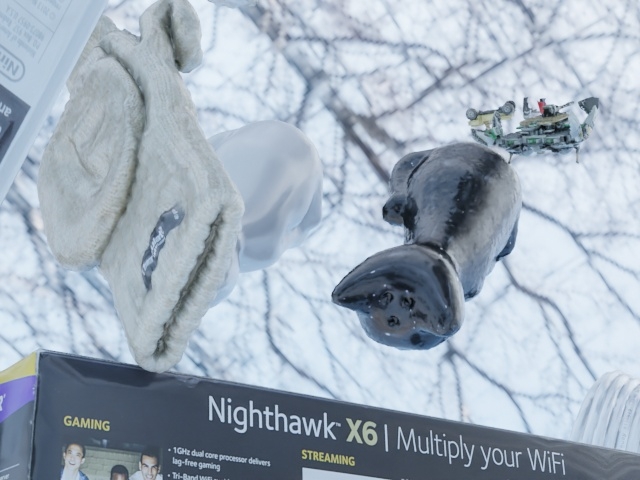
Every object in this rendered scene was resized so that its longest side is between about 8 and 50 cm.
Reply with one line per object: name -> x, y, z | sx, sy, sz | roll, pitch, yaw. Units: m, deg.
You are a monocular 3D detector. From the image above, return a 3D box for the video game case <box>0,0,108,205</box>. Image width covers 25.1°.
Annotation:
video game case -> -0.132, -0.066, 0.315 | 0.022, 0.190, 0.173 | 13, -108, 39

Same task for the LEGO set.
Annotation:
LEGO set -> 0.089, -0.044, 0.588 | 0.054, 0.023, 0.083 | -9, -170, 6

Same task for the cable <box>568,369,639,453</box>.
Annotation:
cable -> 0.244, 0.234, 1.140 | 0.089, 0.257, 0.257 | 6, -90, 23

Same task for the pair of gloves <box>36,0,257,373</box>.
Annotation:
pair of gloves -> -0.043, -0.092, 0.549 | 0.204, 0.042, 0.240 | 40, -69, 56

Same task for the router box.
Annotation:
router box -> 0.009, 0.188, 0.543 | 0.081, 0.309, 0.243 | -29, -126, 50

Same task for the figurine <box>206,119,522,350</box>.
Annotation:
figurine -> 0.000, 0.000, 0.856 | 0.215, 0.092, 0.209 | 8, -160, 13
